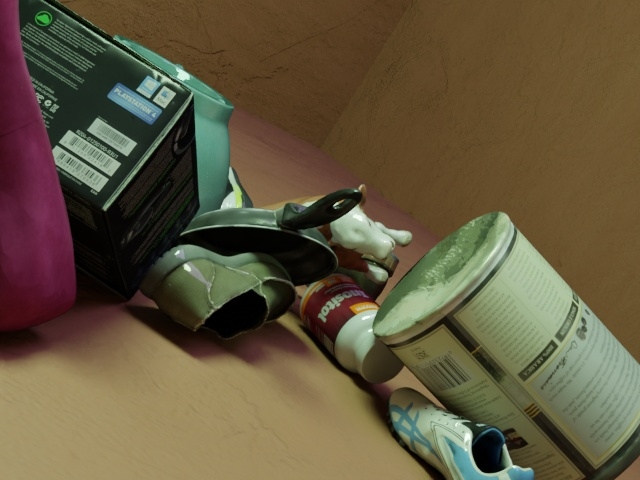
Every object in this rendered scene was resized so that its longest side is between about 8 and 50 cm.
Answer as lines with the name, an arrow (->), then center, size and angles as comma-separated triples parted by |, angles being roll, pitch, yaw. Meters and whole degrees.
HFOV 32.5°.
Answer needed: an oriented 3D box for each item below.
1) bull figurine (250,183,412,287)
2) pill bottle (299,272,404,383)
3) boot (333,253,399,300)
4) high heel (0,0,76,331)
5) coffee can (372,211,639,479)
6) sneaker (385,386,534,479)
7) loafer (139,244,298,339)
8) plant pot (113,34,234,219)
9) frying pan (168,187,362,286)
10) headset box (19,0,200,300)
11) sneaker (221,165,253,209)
bull figurine -> 0.000, 0.000, 1.443 | 0.310, 0.101, 0.188 | 0, -20, 43
pill bottle -> 0.042, 0.109, 1.351 | 0.086, 0.086, 0.152 | 26, 11, -37
boot -> 0.039, 0.079, 1.599 | 0.082, 0.106, 0.219 | 27, -19, -6
high heel -> -0.244, -0.122, 0.817 | 0.127, 0.377, 0.181 | 9, 0, 33
coffee can -> 0.223, 0.133, 1.245 | 0.275, 0.201, 0.201 | 47, 6, -10
sneaker -> 0.147, 0.213, 1.150 | 0.085, 0.086, 0.237 | 25, 10, -32
loafer -> -0.093, 0.068, 1.150 | 0.087, 0.094, 0.251 | 51, 18, 21
plant pot -> -0.230, -0.133, 1.386 | 0.293, 0.196, 0.293 | 32, 9, -6
frying pan -> -0.071, -0.013, 1.202 | 0.197, 0.053, 0.326 | 5, -23, -4
headset box -> -0.245, -0.090, 1.013 | 0.246, 0.131, 0.283 | 33, -19, 7
sneaker -> -0.172, -0.073, 1.617 | 0.097, 0.084, 0.235 | 16, 10, -25
